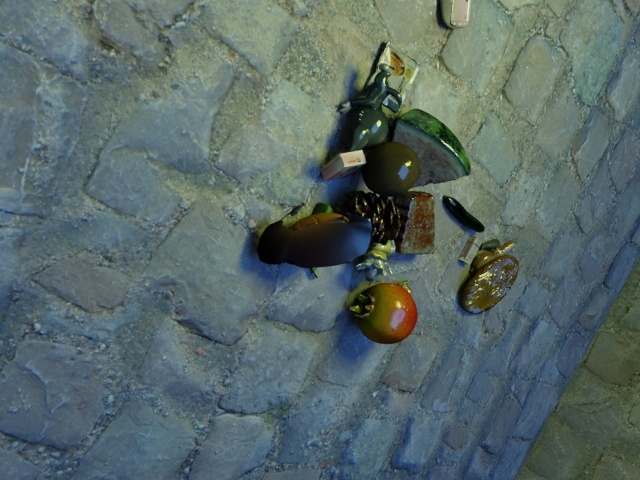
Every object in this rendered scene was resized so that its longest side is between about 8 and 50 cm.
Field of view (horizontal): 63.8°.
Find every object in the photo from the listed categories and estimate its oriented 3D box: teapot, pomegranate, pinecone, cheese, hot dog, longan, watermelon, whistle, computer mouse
[{"bbox_3d":[0.721,0.020,2.209,0.111,0.043,0.042,-7,111,-32],"label":"teapot"},{"bbox_3d":[0.220,0.256,1.817,0.257,0.221,0.220,17,96,-32],"label":"pomegranate"},{"bbox_3d":[0.156,-0.076,1.647,0.205,0.184,0.179,23,62,-45],"label":"pinecone"},{"bbox_3d":[0.317,0.176,1.964,0.060,0.041,0.084,-30,135,-16],"label":"cheese"},{"bbox_3d":[-0.019,-0.015,1.554,0.326,0.107,0.194,8,97,-5],"label":"hot dog"},{"bbox_3d":[0.210,-0.216,1.570,0.167,0.187,0.167,6,78,-31],"label":"longan"},{"bbox_3d":[0.308,-0.310,1.682,0.293,0.283,0.250,-19,110,13],"label":"watermelon"},{"bbox_3d":[0.739,0.075,2.202,0.220,0.057,0.107,-34,134,-2],"label":"whistle"},{"bbox_3d":[0.445,-0.819,1.672,0.126,0.056,0.245,-17,116,-32],"label":"computer mouse"}]

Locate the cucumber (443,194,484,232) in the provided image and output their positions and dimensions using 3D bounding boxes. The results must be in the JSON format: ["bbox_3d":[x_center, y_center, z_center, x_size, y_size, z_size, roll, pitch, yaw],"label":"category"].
[{"bbox_3d":[0.570,-0.098,2.043,0.284,0.056,0.056,32,87,-35],"label":"cucumber"}]

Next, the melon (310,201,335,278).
[{"bbox_3d":[0.000,0.001,1.670,0.114,0.053,0.261,-11,119,-53],"label":"melon"}]

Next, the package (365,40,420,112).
[{"bbox_3d":[0.232,-0.519,1.643,0.171,0.027,0.173,18,98,-42],"label":"package"}]

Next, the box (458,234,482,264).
[{"bbox_3d":[0.625,0.041,2.146,0.051,0.036,0.117,27,90,-39],"label":"box"}]

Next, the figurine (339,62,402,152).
[{"bbox_3d":[0.177,-0.397,1.577,0.193,0.140,0.265,-7,138,-51],"label":"figurine"}]

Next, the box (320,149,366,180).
[{"bbox_3d":[0.068,-0.227,1.569,0.089,0.125,0.043,-15,83,-31],"label":"box"}]

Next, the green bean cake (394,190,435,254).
[{"bbox_3d":[0.342,-0.063,1.855,0.199,0.097,0.232,-5,110,-34],"label":"green bean cake"}]

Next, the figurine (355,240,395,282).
[{"bbox_3d":[0.189,0.057,1.753,0.208,0.129,0.183,-45,143,-70],"label":"figurine"}]

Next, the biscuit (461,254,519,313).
[{"bbox_3d":[0.744,0.196,2.241,0.318,0.040,0.317,-21,133,-24],"label":"biscuit"}]
